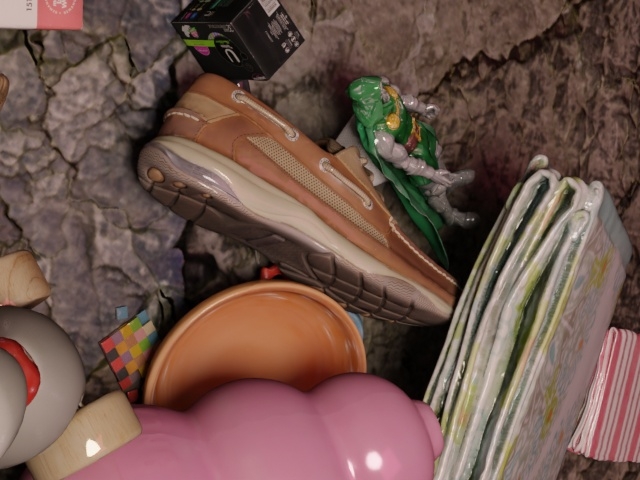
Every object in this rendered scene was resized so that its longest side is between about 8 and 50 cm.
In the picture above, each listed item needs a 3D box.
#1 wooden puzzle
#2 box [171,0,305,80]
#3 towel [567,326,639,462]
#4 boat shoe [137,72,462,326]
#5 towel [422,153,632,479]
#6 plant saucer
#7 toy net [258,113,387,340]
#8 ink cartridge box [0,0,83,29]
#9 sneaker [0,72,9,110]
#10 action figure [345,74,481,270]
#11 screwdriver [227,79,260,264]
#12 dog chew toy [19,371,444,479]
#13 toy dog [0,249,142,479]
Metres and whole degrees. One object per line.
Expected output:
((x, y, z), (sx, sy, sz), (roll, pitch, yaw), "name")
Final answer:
((-0.154, 0.092, 1.161), (0.049, 0.006, 0.083), (-37, 119, -29), "wooden puzzle")
((-0.067, -0.169, 1.139), (0.052, 0.083, 0.062), (-50, 124, -24), "box")
((0.337, 0.173, 1.554), (0.197, 0.029, 0.144), (16, 88, -54), "towel")
((0.004, -0.029, 1.164), (0.324, 0.123, 0.116), (33, 68, -31), "boat shoe")
((0.194, 0.112, 1.317), (0.320, 0.090, 0.374), (-68, 159, -5), "towel")
((-0.058, 0.122, 1.193), (0.200, 0.037, 0.200), (-9, 116, -20), "plant saucer")
((0.000, 0.000, 1.254), (0.122, 0.045, 0.232), (9, 89, -26), "toy net")
((-0.267, -0.206, 0.978), (0.198, 0.067, 0.115), (-6, 101, -39), "ink cartridge box")
((-0.334, -0.092, 0.921), (0.099, 0.153, 0.282), (-59, 172, 29), "sneaker")
((0.079, -0.080, 1.220), (0.232, 0.063, 0.137), (41, 37, -56), "action figure")
((-0.066, -0.059, 1.205), (0.025, 0.024, 0.170), (-4, 109, -9), "screwdriver")
((-0.063, 0.200, 1.082), (0.332, 0.206, 0.206), (-19, 111, -11), "dog chew toy")
((-0.231, 0.102, 0.848), (0.161, 0.220, 0.333), (-33, 159, 0), "toy dog")
